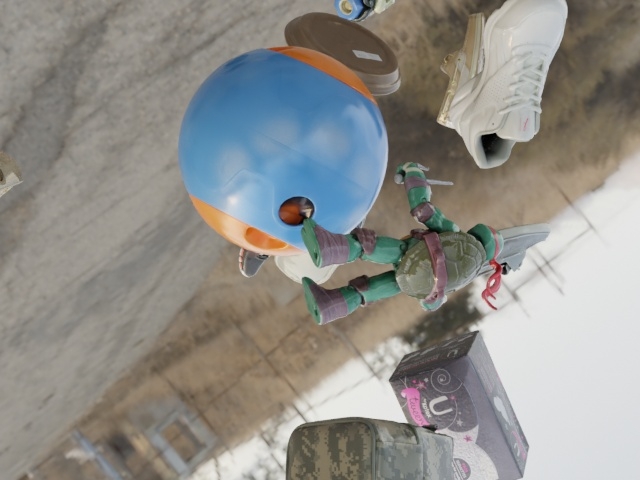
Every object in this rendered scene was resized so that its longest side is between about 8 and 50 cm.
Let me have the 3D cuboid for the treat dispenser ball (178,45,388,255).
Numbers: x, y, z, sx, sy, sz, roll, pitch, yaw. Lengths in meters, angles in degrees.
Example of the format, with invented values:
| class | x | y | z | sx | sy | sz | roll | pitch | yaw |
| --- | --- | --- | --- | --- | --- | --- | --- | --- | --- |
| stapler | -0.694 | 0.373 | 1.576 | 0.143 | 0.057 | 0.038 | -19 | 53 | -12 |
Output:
| class | x | y | z | sx | sy | sz | roll | pitch | yaw |
| --- | --- | --- | --- | --- | --- | --- | --- | --- | --- |
| treat dispenser ball | -0.051 | -0.123 | 1.379 | 0.288 | 0.288 | 0.288 | -37 | 180 | 0 |

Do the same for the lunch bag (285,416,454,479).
| class | x | y | z | sx | sy | sz | roll | pitch | yaw |
| --- | --- | --- | --- | --- | --- | --- | --- | --- | --- |
| lunch bag | 0.098 | 0.419 | 1.480 | 0.256 | 0.305 | 0.213 | 13 | 159 | -39 |

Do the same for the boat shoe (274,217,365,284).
| class | x | y | z | sx | sy | sz | roll | pitch | yaw |
| --- | --- | --- | --- | --- | --- | --- | --- | --- | --- |
| boat shoe | 0.000 | 0.000 | 1.615 | 0.079 | 0.095 | 0.254 | -59 | -174 | -28 |

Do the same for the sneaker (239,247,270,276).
| class | x | y | z | sx | sy | sz | roll | pitch | yaw |
| --- | --- | --- | --- | --- | --- | --- | --- | --- | --- |
| sneaker | -0.104 | 0.007 | 1.934 | 0.061 | 0.065 | 0.158 | 0 | 117 | -57 |

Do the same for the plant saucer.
| class | x | y | z | sx | sy | sz | roll | pitch | yaw |
| --- | --- | --- | --- | --- | --- | --- | --- | --- | --- |
| plant saucer | 0.055 | -0.410 | 2.158 | 0.278 | 0.278 | 0.041 | -37 | 161 | -54 |

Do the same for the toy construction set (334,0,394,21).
| class | x | y | z | sx | sy | sz | roll | pitch | yaw |
| --- | --- | --- | --- | --- | --- | --- | --- | --- | --- |
| toy construction set | 0.016 | -0.370 | 1.116 | 0.151 | 0.327 | 0.215 | -26 | 148 | -33 |

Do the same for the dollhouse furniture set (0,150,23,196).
| class | x | y | z | sx | sy | sz | roll | pitch | yaw |
| --- | --- | --- | --- | --- | --- | --- | --- | --- | --- |
| dollhouse furniture set | -0.582 | -0.102 | 1.542 | 0.182 | 0.161 | 0.101 | -33 | -177 | 26 |

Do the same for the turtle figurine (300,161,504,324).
| class | x | y | z | sx | sy | sz | roll | pitch | yaw |
| --- | --- | --- | --- | --- | --- | --- | --- | --- | --- |
| turtle figurine | 0.099 | 0.010 | 1.029 | 0.234 | 0.175 | 0.118 | -12 | -161 | -18 |

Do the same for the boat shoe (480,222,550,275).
| class | x | y | z | sx | sy | sz | roll | pitch | yaw |
| --- | --- | --- | --- | --- | --- | --- | --- | --- | --- |
| boat shoe | 0.316 | 0.024 | 1.780 | 0.228 | 0.081 | 0.079 | -14 | 180 | -24 |

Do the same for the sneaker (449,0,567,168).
| class | x | y | z | sx | sy | sz | roll | pitch | yaw |
| --- | --- | --- | --- | --- | --- | --- | --- | --- | --- |
| sneaker | 0.221 | -0.169 | 1.109 | 0.090 | 0.115 | 0.232 | -2 | 143 | -15 |

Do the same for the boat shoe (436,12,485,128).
| class | x | y | z | sx | sy | sz | roll | pitch | yaw |
| --- | --- | --- | --- | --- | --- | --- | --- | --- | --- |
| boat shoe | 0.200 | -0.244 | 1.441 | 0.063 | 0.059 | 0.170 | -17 | 117 | -73 |

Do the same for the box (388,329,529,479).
| class | x | y | z | sx | sy | sz | roll | pitch | yaw |
| --- | --- | --- | --- | --- | --- | --- | --- | --- | --- |
| box | 0.252 | 0.315 | 1.810 | 0.163 | 0.247 | 0.142 | -22 | -175 | 20 |
